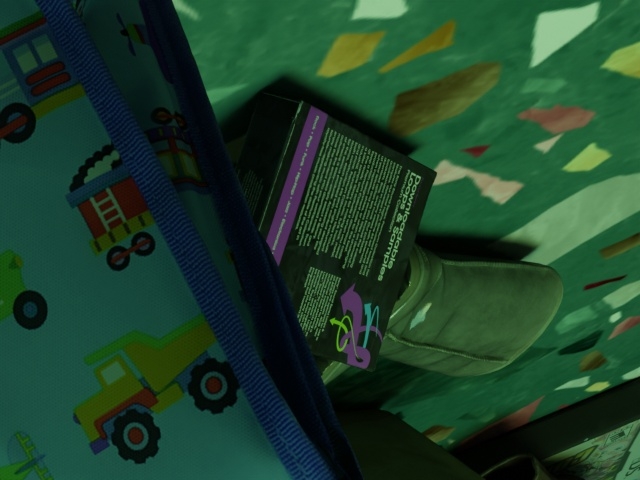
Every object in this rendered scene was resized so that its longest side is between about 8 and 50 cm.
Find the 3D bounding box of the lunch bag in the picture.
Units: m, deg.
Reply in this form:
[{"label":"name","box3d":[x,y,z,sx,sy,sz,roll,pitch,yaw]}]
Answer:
[{"label":"lunch bag","box3d":[-0.127,0.038,0.676,0.221,0.293,0.138,-32,156,15]}]

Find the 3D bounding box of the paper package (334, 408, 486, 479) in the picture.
[{"label":"paper package","box3d":[-0.064,0.282,1.307,0.325,0.168,0.309,2,118,-49]}]

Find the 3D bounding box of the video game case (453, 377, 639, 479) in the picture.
[{"label":"video game case","box3d":[0.178,0.220,1.730,0.275,0.035,0.248,-21,157,-11]}]

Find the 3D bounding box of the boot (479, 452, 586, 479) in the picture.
[{"label":"boot","box3d":[0.125,0.263,1.657,0.248,0.090,0.207,-32,144,19]}]

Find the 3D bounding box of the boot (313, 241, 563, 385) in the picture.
[{"label":"boot","box3d":[0.038,0.061,1.210,0.190,0.076,0.208,-32,164,20]}]

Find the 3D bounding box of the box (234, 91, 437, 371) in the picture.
[{"label":"box","box3d":[0.000,0.000,0.988,0.162,0.029,0.116,23,85,-59]}]
